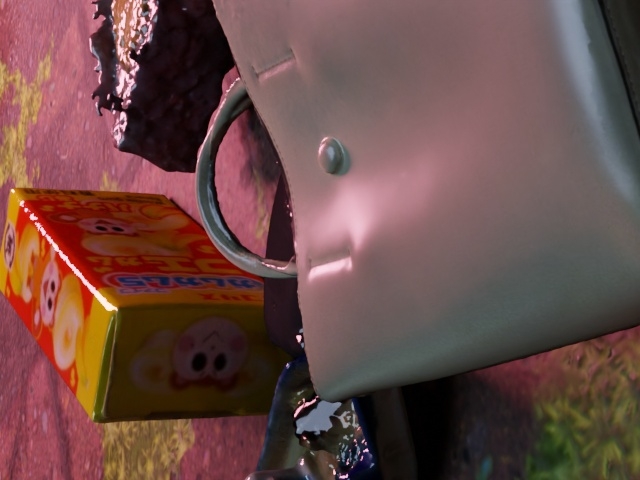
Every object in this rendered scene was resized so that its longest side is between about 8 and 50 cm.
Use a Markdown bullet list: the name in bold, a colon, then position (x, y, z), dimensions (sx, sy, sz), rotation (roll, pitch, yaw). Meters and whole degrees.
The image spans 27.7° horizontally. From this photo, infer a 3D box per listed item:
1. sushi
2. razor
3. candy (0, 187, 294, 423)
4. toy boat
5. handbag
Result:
- **sushi**: position (-0.096, -0.185, 0.945), dimensions (0.161, 0.107, 0.241), rotation (-35, 53, 57)
- **razor**: position (0.000, 0.000, 0.818), dimensions (0.090, 0.054, 0.148), rotation (42, 123, 59)
- **candy**: position (-0.139, 0.041, 0.975), dimensions (0.276, 0.146, 0.088), rotation (38, 120, 57)
- **toy boat**: position (-0.013, 0.144, 0.768), dimensions (0.114, 0.115, 0.262), rotation (59, 137, 44)
- **handbag**: position (0.030, -0.047, 0.600), dimensions (0.315, 0.109, 0.241), rotation (-15, 89, 39)
